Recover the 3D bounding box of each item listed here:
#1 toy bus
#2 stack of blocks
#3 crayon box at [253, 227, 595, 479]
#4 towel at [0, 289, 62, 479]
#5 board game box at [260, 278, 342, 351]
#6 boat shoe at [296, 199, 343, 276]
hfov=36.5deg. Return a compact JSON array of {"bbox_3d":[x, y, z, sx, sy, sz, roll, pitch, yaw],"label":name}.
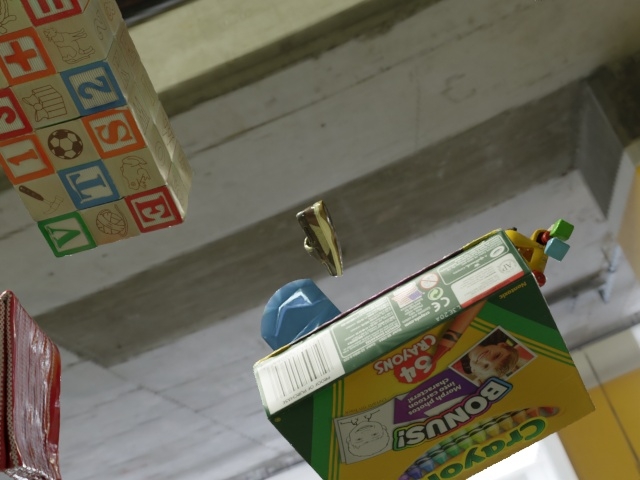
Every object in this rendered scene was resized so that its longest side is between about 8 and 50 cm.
[{"bbox_3d":[0.322,0.034,1.624,0.191,0.104,0.202,-61,0,2],"label":"toy bus"},{"bbox_3d":[-0.245,-0.132,0.830,0.171,0.087,0.297,-15,-55,10],"label":"stack of blocks"},{"bbox_3d":[0.146,0.196,1.275,0.362,0.106,0.313,-30,-50,6],"label":"crayon box"},{"bbox_3d":[-0.341,0.187,1.146,0.031,0.199,0.275,-3,-18,-7],"label":"towel"},{"bbox_3d":[-0.021,0.153,1.664,0.133,0.169,0.033,-47,-21,7],"label":"board game box"},{"bbox_3d":[0.000,0.000,1.417,0.049,0.056,0.152,-12,-44,6],"label":"boat shoe"}]
